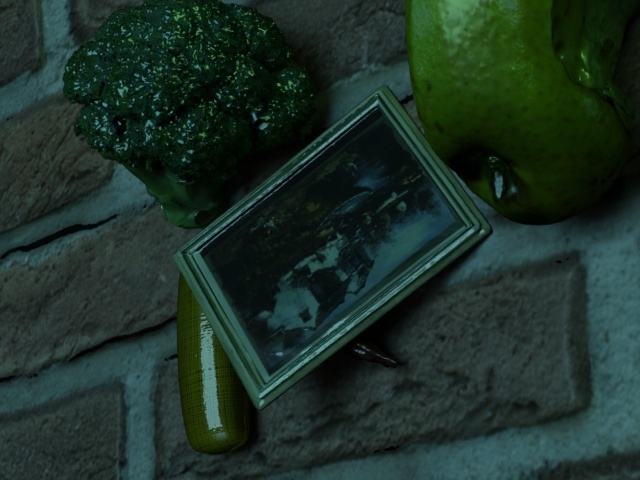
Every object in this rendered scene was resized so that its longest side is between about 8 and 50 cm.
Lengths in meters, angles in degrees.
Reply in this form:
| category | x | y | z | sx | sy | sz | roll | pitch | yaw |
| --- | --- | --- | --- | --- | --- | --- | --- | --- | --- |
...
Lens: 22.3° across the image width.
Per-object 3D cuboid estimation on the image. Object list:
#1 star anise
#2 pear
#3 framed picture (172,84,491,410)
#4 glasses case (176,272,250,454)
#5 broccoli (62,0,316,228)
| category | x | y | z | sx | sy | sz | roll | pitch | yaw |
| --- | --- | --- | --- | --- | --- | --- | --- | --- | --- |
| star anise | 0.009 | 0.046 | 1.668 | 0.212 | 0.053 | 0.157 | 5 | 83 | 46 |
| pear | 0.180 | -0.151 | 1.426 | 0.164 | 0.238 | 0.256 | -6 | 73 | 37 |
| framed picture | 0.000 | 0.000 | 1.647 | 0.296 | 0.019 | 0.232 | -39 | 53 | 7 |
| glasses case | -0.117 | 0.116 | 1.764 | 0.079 | 0.064 | 0.234 | -17 | 67 | 32 |
| broccoli | -0.138 | -0.137 | 1.751 | 0.270 | 0.270 | 0.270 | 42 | 143 | 42 |
